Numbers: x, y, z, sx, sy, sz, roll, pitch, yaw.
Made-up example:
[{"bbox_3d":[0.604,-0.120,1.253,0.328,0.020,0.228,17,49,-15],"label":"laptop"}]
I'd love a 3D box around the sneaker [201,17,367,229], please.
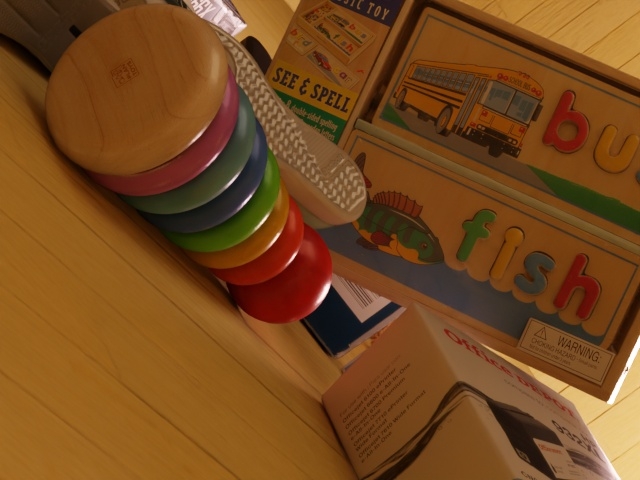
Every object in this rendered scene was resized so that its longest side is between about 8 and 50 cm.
[{"bbox_3d":[-0.097,-0.080,1.650,0.256,0.151,0.094,43,46,-29],"label":"sneaker"}]

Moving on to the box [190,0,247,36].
[{"bbox_3d":[-0.232,-0.392,2.437,0.242,0.076,0.307,57,8,30],"label":"box"}]

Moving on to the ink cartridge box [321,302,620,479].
[{"bbox_3d":[0.156,0.221,1.599,0.223,0.129,0.307,33,18,-34],"label":"ink cartridge box"}]

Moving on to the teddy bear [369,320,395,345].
[{"bbox_3d":[0.160,0.170,2.134,0.245,0.113,0.338,53,6,18],"label":"teddy bear"}]

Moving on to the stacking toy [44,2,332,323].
[{"bbox_3d":[-0.081,-0.039,1.530,0.141,0.141,0.330,58,3,36],"label":"stacking toy"}]

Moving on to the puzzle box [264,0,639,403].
[{"bbox_3d":[0.131,-0.063,1.744,0.409,0.272,0.052,25,-1,14],"label":"puzzle box"}]

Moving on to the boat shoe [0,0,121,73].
[{"bbox_3d":[-0.232,-0.208,1.499,0.094,0.109,0.302,42,-9,26],"label":"boat shoe"}]

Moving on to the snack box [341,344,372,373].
[{"bbox_3d":[0.091,0.172,1.839,0.178,0.064,0.022,57,9,24],"label":"snack box"}]

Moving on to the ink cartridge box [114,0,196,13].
[{"bbox_3d":[-0.181,-0.284,1.951,0.275,0.060,0.239,64,18,-3],"label":"ink cartridge box"}]

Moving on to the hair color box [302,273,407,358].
[{"bbox_3d":[0.051,-0.008,2.008,0.105,0.174,0.347,53,7,-10],"label":"hair color box"}]

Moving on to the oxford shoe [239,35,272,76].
[{"bbox_3d":[-0.102,-0.148,2.163,0.076,0.076,0.212,53,22,-19],"label":"oxford shoe"}]
